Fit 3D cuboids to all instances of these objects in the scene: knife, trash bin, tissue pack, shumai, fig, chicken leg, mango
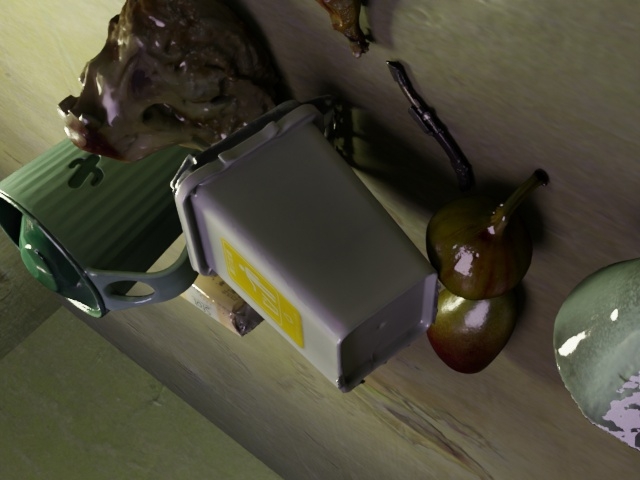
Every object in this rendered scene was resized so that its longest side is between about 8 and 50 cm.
[{"bbox_3d":[0.150,-0.149,1.380,0.222,0.021,0.046,55,159,-24],"label":"knife"},{"bbox_3d":[0.000,0.000,1.472,0.367,0.296,0.255,46,158,27],"label":"trash bin"},{"bbox_3d":[-0.177,0.091,2.146,0.222,0.186,0.090,29,140,36],"label":"tissue pack"},{"bbox_3d":[-0.235,-0.224,1.580,0.217,0.283,0.346,24,148,45],"label":"shumai"},{"bbox_3d":[0.221,0.004,1.361,0.186,0.148,0.142,123,132,-81],"label":"fig"},{"bbox_3d":[0.019,-0.304,1.299,0.093,0.070,0.178,26,161,39],"label":"chicken leg"},{"bbox_3d":[0.231,0.128,1.603,0.133,0.111,0.267,50,155,19],"label":"mango"}]

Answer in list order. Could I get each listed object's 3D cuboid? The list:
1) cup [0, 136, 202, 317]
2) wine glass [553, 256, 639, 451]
[{"bbox_3d":[-0.370,-0.049,1.964,0.401,0.392,0.310,44,158,5],"label":"cup"},{"bbox_3d":[0.373,0.006,0.981,0.267,0.267,0.406,33,151,27],"label":"wine glass"}]
